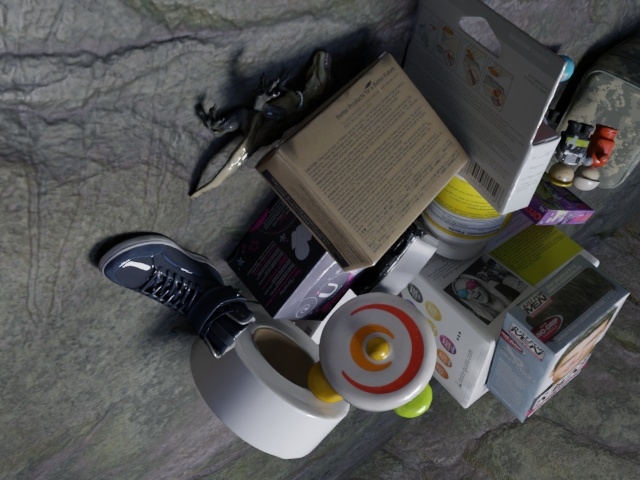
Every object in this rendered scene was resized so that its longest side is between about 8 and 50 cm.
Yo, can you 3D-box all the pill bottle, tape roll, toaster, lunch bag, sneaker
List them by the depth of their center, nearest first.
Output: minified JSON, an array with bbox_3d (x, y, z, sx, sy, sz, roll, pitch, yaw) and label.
[{"bbox_3d":[-0.187,0.081,0.814,0.086,0.163,0.226,-48,150,12],"label":"sneaker"},{"bbox_3d":[-0.087,0.236,1.027,0.100,0.286,0.286,-50,151,14],"label":"tape roll"},{"bbox_3d":[0.104,0.006,1.057,0.168,0.185,0.110,-52,144,15],"label":"toaster"},{"bbox_3d":[0.297,-0.115,1.135,0.188,0.188,0.333,-30,150,-23],"label":"pill bottle"},{"bbox_3d":[0.721,-0.319,1.395,0.256,0.213,0.305,-45,158,-33],"label":"lunch bag"}]

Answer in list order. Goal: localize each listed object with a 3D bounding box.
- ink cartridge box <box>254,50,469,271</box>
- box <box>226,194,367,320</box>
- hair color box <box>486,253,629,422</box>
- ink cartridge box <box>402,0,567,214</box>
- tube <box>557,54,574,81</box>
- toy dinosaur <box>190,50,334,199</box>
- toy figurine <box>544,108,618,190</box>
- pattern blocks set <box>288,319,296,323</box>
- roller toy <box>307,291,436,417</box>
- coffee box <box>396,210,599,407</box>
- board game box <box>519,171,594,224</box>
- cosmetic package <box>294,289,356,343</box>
[{"bbox_3d":[0.061,-0.106,0.787,0.235,0.193,0.088,-45,-170,-25],"label":"ink cartridge box"},{"bbox_3d":[0.000,0.000,0.960,0.247,0.142,0.163,-50,151,14],"label":"box"},{"bbox_3d":[0.448,0.208,1.147,0.185,0.113,0.374,-35,147,-14],"label":"hair color box"},{"bbox_3d":[0.217,-0.211,0.805,0.060,0.275,0.238,-18,142,-23],"label":"ink cartridge box"},{"bbox_3d":[0.414,-0.333,1.138,0.207,0.052,0.080,-13,135,-35],"label":"tube"},{"bbox_3d":[-0.083,-0.151,0.739,0.268,0.064,0.118,-41,159,3],"label":"toy dinosaur"},{"bbox_3d":[0.497,-0.196,1.251,0.210,0.213,0.148,-9,121,-46],"label":"toy figurine"},{"bbox_3d":[-0.029,0.191,1.307,0.325,0.026,0.285,-32,150,-21],"label":"pattern blocks set"},{"bbox_3d":[0.092,0.188,0.981,0.146,0.210,0.191,77,22,-72],"label":"roller toy"},{"bbox_3d":[0.368,0.119,1.384,0.338,0.334,0.337,-31,147,-20],"label":"coffee box"},{"bbox_3d":[0.503,-0.119,1.370,0.347,0.208,0.056,-2,129,-50],"label":"board game box"},{"bbox_3d":[0.043,0.103,1.207,0.099,0.060,0.239,22,103,-54],"label":"cosmetic package"}]
